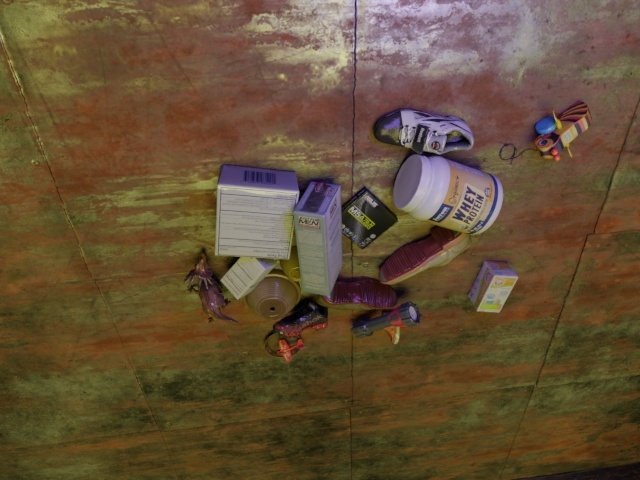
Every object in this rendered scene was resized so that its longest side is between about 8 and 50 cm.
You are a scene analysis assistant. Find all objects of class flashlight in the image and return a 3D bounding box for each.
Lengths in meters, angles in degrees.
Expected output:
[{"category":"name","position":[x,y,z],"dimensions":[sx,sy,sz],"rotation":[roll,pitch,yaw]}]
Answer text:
[{"category":"flashlight","position":[0.278,0.346,1.928],"dimensions":[0.304,0.103,0.103],"rotation":[-28,110,39]}]

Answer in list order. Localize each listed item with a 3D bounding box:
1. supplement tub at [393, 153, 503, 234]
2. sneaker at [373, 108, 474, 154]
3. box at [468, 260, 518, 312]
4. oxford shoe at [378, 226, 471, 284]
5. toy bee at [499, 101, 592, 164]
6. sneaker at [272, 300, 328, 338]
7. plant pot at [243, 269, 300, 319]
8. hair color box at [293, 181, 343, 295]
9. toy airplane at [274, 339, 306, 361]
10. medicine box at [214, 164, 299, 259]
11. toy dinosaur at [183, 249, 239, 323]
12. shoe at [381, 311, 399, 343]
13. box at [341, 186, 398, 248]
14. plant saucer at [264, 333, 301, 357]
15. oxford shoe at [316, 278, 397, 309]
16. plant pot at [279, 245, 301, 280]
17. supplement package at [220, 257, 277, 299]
[{"category":"supplement tub","position":[0.435,-0.160,1.567],"dimensions":[0.317,0.228,0.228],"rotation":[14,121,-17]},{"category":"sneaker","position":[0.344,-0.348,1.479],"dimensions":[0.331,0.146,0.122],"rotation":[-1,126,-5]},{"category":"box","position":[0.731,0.197,1.929],"dimensions":[0.114,0.103,0.203],"rotation":[6,124,-12]},{"category":"oxford shoe","position":[0.418,0.078,1.789],"dimensions":[0.397,0.140,0.146],"rotation":[-31,130,16]},{"category":"toy bee","position":[0.798,-0.333,1.538],"dimensions":[0.195,0.162,0.298],"rotation":[24,118,-24]},{"category":"sneaker","position":[-0.075,0.318,1.871],"dimensions":[0.276,0.098,0.135],"rotation":[-6,121,-39]},{"category":"plant pot","position":[-0.195,0.240,1.834],"dimensions":[0.238,0.109,0.237],"rotation":[-4,124,-6]},{"category":"hair color box","position":[0.000,0.000,1.614],"dimensions":[0.114,0.185,0.374],"rotation":[10,132,15]},{"category":"toy airplane","position":[-0.134,0.480,2.021],"dimensions":[0.151,0.028,0.151],"rotation":[-4,126,-6]},{"category":"medicine box","position":[-0.225,-0.091,1.575],"dimensions":[0.264,0.149,0.289],"rotation":[4,124,-10]},{"category":"toy dinosaur","position":[-0.421,0.206,1.715],"dimensions":[0.127,0.295,0.200],"rotation":[-29,168,-16]},{"category":"shoe","position":[0.311,0.391,2.036],"dimensions":[0.081,0.063,0.177],"rotation":[-2,119,-5]},{"category":"box","position":[0.162,-0.080,1.698],"dimensions":[0.184,0.045,0.191],"rotation":[-38,121,22]},{"category":"plant saucer","position":[-0.168,0.461,2.039],"dimensions":[0.169,0.029,0.168],"rotation":[-4,124,-6]},{"category":"oxford shoe","position":[0.151,0.234,1.896],"dimensions":[0.349,0.122,0.130],"rotation":[9,154,-19]},{"category":"plant pot","position":[-0.090,0.103,1.760],"dimensions":[0.135,0.095,0.134],"rotation":[-3,125,-5]},{"category":"supplement package","position":[-0.271,0.119,1.719],"dimensions":[0.105,0.105,0.179],"rotation":[47,113,7]}]
